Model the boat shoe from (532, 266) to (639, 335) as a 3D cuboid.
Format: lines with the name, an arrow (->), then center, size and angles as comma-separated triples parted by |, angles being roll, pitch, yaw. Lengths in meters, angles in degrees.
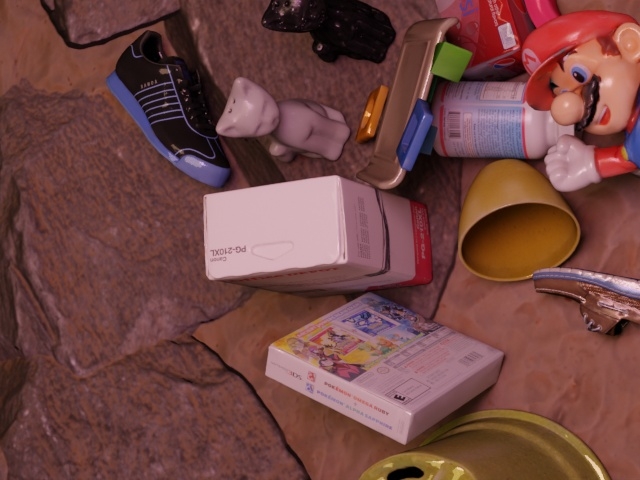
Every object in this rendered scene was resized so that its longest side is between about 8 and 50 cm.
boat shoe -> 0.312, 0.069, 1.781 | 0.183, 0.066, 0.066 | 9, 89, 28

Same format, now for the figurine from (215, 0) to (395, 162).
figurine -> -0.028, -0.196, 1.908 | 0.092, 0.209, 0.215 | 27, 96, 28

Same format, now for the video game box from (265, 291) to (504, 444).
video game box -> 0.072, 0.136, 1.819 | 0.187, 0.205, 0.048 | 26, 119, 27

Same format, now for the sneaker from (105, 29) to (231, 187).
sneaker -> -0.177, -0.166, 2.053 | 0.232, 0.081, 0.090 | 47, 112, 25

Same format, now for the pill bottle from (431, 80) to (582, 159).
pill bottle -> 0.209, -0.134, 1.843 | 0.160, 0.087, 0.087 | 3, 85, 18

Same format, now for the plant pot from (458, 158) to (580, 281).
plant pot -> 0.211, -0.033, 1.824 | 0.134, 0.134, 0.095 | -28, 46, 21

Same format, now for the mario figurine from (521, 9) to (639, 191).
mario figurine -> 0.315, -0.101, 1.644 | 0.320, 0.170, 0.198 | 42, 106, 23

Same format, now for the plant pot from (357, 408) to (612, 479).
plant pot -> 0.148, 0.310, 1.729 | 0.276, 0.254, 0.276 | -4, 81, 27

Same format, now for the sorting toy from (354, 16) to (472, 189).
sorting toy -> 0.104, -0.148, 1.806 | 0.047, 0.348, 0.196 | 19, 93, -10

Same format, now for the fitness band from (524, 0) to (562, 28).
fitness band -> 0.321, -0.339, 1.841 | 0.209, 0.054, 0.290 | -11, 78, 28

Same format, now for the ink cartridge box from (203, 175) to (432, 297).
ink cartridge box -> 0.000, 0.000, 1.853 | 0.172, 0.237, 0.100 | -8, 80, 26

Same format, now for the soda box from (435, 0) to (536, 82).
soda box -> 0.173, -0.314, 1.886 | 0.083, 0.092, 0.263 | -20, 75, 24

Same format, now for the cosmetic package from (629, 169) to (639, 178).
cosmetic package -> 0.511, -0.204, 1.697 | 0.284, 0.097, 0.377 | 21, 94, 30
